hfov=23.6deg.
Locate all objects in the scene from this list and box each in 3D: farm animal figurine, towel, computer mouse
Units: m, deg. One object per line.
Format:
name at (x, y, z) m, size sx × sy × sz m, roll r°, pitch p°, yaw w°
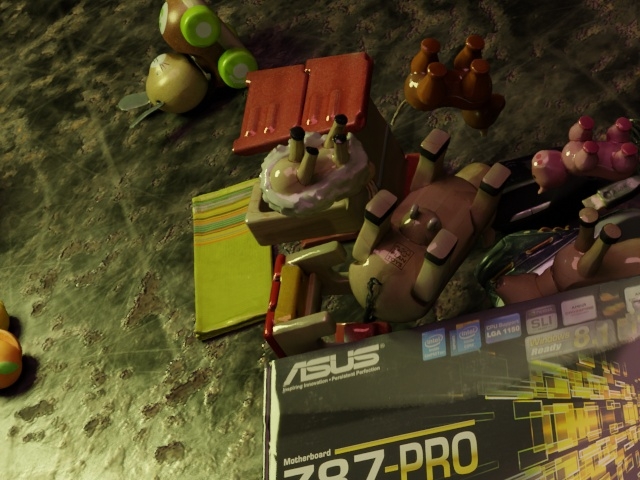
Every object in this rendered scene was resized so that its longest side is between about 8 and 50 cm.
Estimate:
farm animal figurine at (0.151, -0.017, 1.484) m, size 0.326 × 0.172 × 0.330 m, roll -30°, pitch 64°, yaw -26°
towel at (-0.105, 0.016, 1.822) m, size 0.102 × 0.021 × 0.237 m, roll -20°, pitch 41°, yaw 12°
computer mouse at (0.251, -0.045, 1.629) m, size 0.262 × 0.060 × 0.184 m, roll -18°, pitch 22°, yaw 0°

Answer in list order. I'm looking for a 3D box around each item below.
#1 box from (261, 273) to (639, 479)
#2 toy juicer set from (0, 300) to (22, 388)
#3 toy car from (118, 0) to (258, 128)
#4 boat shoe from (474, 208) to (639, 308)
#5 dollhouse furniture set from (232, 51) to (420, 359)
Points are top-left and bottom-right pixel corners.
box at (0.141, 0.222, 1.362) m, size 0.395 × 0.097 × 0.318 m, roll -14°, pitch 52°, yaw 19°
toy juicer set at (-0.494, 0.125, 1.885) m, size 0.329 × 0.089 × 0.209 m, roll 23°, pitch 62°, yaw 45°
toy car at (-0.198, -0.231, 2.059) m, size 0.188 × 0.149 × 0.155 m, roll -41°, pitch 27°, yaw 5°
boat shoe at (0.246, 0.008, 1.583) m, size 0.183 × 0.065 × 0.083 m, roll -33°, pitch 44°, yaw -1°
dollhouse furniture set at (0.000, 0.000, 1.649) m, size 0.152 × 0.201 × 0.374 m, roll -9°, pitch 50°, yaw 23°
